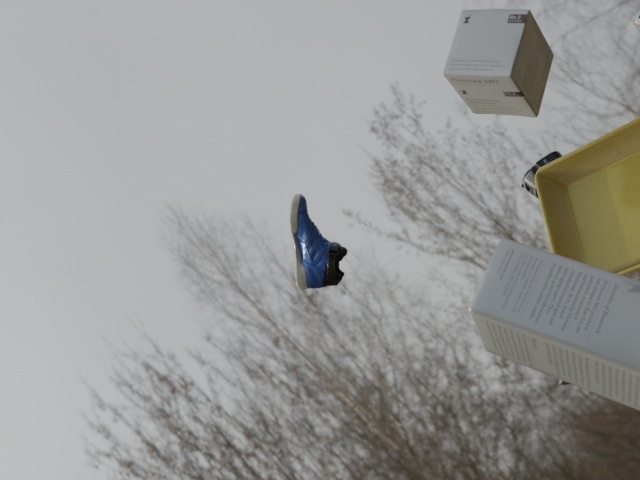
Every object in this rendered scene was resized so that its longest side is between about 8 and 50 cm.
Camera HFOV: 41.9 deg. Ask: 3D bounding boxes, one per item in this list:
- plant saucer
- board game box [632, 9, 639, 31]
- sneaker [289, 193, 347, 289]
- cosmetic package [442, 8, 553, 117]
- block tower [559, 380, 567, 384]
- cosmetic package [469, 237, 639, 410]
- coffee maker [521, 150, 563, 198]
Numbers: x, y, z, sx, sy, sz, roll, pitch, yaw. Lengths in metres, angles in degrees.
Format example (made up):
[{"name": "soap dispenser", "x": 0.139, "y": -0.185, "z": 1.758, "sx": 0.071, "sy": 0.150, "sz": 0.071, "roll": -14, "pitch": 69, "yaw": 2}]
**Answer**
[{"name": "plant saucer", "x": 0.659, "y": -0.071, "z": 1.835, "sx": 0.081, "sy": 0.332, "sz": 0.333, "roll": 21, "pitch": -37, "yaw": -40}, {"name": "board game box", "x": 0.585, "y": -0.295, "z": 1.063, "sx": 0.053, "sy": 0.305, "sz": 0.193, "roll": 25, "pitch": -76, "yaw": -50}, {"name": "sneaker", "x": 0.000, "y": 0.000, "z": 1.306, "sx": 0.058, "sy": 0.085, "sz": 0.152, "roll": -33, "pitch": -62, "yaw": -77}, {"name": "cosmetic package", "x": 0.367, "y": -0.361, "z": 1.709, "sx": 0.184, "sy": 0.151, "sz": 0.151, "roll": 32, "pitch": -109, "yaw": -53}, {"name": "block tower", "x": 0.685, "y": 0.269, "z": 1.838, "sx": 0.091, "sy": 0.336, "sz": 0.097, "roll": 81, "pitch": -168, "yaw": -67}, {"name": "cosmetic package", "x": 0.516, "y": 0.173, "z": 1.489, "sx": 0.161, "sy": 0.453, "sz": 0.230, "roll": -61, "pitch": -27, "yaw": -16}, {"name": "coffee maker", "x": 0.622, "y": -0.130, "z": 2.086, "sx": 0.171, "sy": 0.178, "sz": 0.120, "roll": -19, "pitch": -39, "yaw": -16}]
